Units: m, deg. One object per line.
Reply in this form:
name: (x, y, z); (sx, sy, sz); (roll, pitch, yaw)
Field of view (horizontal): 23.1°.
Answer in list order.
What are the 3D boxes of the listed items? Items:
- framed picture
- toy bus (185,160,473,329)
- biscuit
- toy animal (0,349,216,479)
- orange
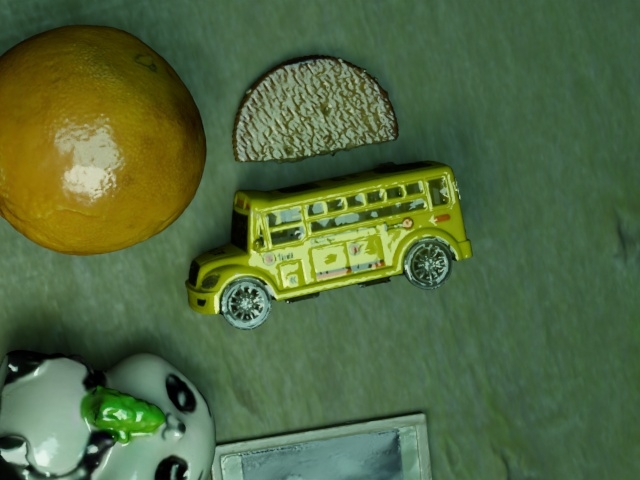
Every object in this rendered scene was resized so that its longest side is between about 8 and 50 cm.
framed picture: (0.007, 0.331, 1.944); (0.281, 0.019, 0.209); (-9, 99, -11)
toy bus: (0.000, 0.000, 1.838); (0.330, 0.144, 0.152); (-12, 99, -12)
biscuit: (-0.010, -0.159, 1.875); (0.206, 0.025, 0.126); (-9, 99, -12)
toy animal: (-0.250, 0.225, 1.777); (0.267, 0.212, 0.212); (6, 96, -10)
orange: (-0.253, -0.110, 1.710); (0.261, 0.261, 0.261); (-2, 97, -12)
